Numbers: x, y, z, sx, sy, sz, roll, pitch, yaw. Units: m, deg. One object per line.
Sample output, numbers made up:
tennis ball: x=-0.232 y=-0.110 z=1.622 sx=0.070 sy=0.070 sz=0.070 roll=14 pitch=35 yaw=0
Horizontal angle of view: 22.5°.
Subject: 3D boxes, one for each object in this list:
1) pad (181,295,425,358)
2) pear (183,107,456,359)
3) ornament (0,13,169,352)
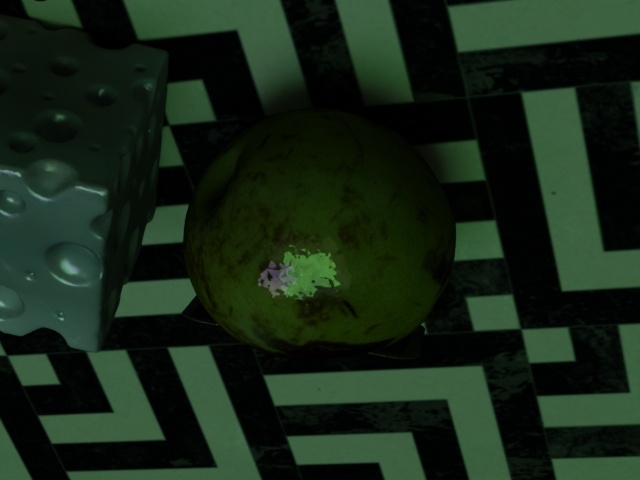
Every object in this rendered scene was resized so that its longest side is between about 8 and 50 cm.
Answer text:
pad: x=-0.016 y=0.090 z=1.818 sx=0.266 sy=0.176 sz=0.002 roll=10 pitch=102 yaw=5
pear: x=0.000 y=0.000 z=1.664 sx=0.284 sy=0.283 sz=0.283 roll=7 pitch=132 yaw=8
ornament: x=-0.309 y=-0.065 z=1.695 sx=0.240 sy=0.239 sz=0.239 roll=12 pitch=134 yaw=2
